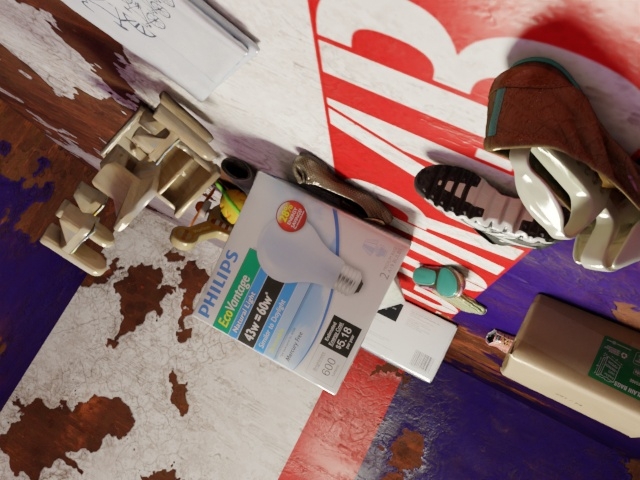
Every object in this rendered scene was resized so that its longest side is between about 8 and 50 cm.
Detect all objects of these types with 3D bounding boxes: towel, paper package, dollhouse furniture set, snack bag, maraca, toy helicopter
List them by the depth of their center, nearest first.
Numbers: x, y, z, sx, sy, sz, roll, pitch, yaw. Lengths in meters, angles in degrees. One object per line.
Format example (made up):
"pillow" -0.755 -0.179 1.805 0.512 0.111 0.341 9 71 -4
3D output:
"snack bag" -0.283 -0.347 0.817 0.323 0.037 0.342 33 168 -24
"paper package" 0.593 0.283 1.163 0.324 0.168 0.309 24 168 23
"dollhouse furniture set" -0.380 -0.128 1.210 0.256 0.362 0.394 41 -168 -27
"towel" 0.390 0.168 1.488 0.148 0.027 0.110 31 169 -10
"maraca" -0.272 -0.118 1.647 0.186 0.099 0.127 51 178 21
"toy helicopter" -0.356 -0.054 1.700 0.235 0.140 0.355 43 -147 15

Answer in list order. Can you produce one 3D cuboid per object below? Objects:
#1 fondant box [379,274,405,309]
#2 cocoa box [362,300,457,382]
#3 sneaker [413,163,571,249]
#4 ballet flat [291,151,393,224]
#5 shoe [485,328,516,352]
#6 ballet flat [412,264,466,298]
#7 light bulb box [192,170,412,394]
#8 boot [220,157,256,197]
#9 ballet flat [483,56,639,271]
"fondant box" 0.100 0.129 1.519 0.238 0.096 0.330 -18 153 11
"cocoa box" 0.314 0.365 1.999 0.346 0.232 0.228 25 169 17
"sneaker" 0.250 -0.041 0.789 0.234 0.078 0.106 23 165 17
"ballet flat" 0.045 -0.094 1.084 0.249 0.058 0.084 33 168 -19
"shoe" 0.578 0.320 1.609 0.081 0.064 0.178 24 173 -3
"ballet flat" 0.314 0.103 1.307 0.079 0.077 0.221 13 179 -19
"light bulb box" -0.032 0.082 1.184 0.360 0.358 0.225 26 -175 9
"boot" -0.157 -0.132 1.398 0.189 0.076 0.208 23 161 17
"ballet flat" 0.292 -0.045 0.557 0.342 0.124 0.116 34 168 -25
